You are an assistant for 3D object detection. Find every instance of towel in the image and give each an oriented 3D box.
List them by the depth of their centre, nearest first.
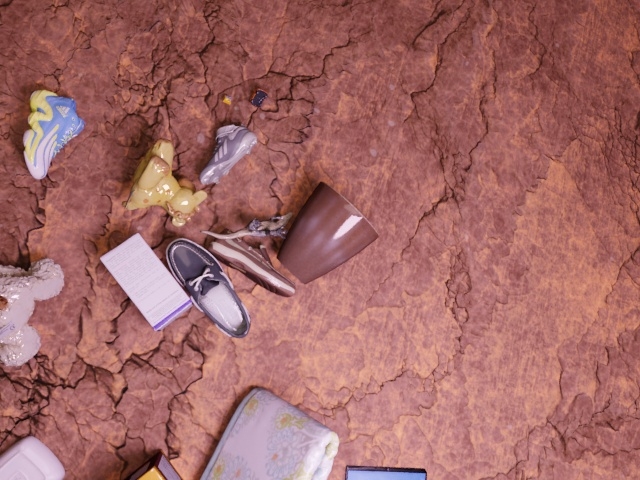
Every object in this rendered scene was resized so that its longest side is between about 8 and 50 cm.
[{"bbox_3d":[-0.140,0.552,1.125,0.090,0.321,0.374,38,73,-36],"label":"towel"}]

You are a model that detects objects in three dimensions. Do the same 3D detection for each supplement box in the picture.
[{"bbox_3d":[-0.407,0.601,1.112,0.191,0.194,0.129,-36,88,-16],"label":"supplement box"},{"bbox_3d":[-0.430,0.107,1.244,0.114,0.111,0.220,-39,90,-17],"label":"supplement box"}]

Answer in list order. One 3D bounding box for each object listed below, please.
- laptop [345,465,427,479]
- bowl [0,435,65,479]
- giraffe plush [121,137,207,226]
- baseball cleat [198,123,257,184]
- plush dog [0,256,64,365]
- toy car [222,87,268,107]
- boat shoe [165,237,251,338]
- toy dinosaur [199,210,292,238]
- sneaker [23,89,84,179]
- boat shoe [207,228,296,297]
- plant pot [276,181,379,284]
[{"bbox_3d":[0.183,0.727,1.253,0.235,0.264,0.136,7,115,-11],"label":"laptop"},{"bbox_3d":[-0.683,0.540,1.137,0.142,0.053,0.142,-43,90,-17],"label":"bowl"},{"bbox_3d":[-0.389,-0.130,1.285,0.171,0.181,0.210,27,63,-29],"label":"giraffe plush"},{"bbox_3d":[-0.273,-0.242,1.377,0.109,0.072,0.206,43,69,12],"label":"baseball cleat"},{"bbox_3d":[-0.765,0.139,1.139,0.226,0.210,0.262,8,75,16],"label":"plush dog"},{"bbox_3d":[-0.215,-0.419,1.423,0.122,0.060,0.040,4,47,-19],"label":"toy car"},{"bbox_3d":[-0.277,0.120,1.260,0.114,0.091,0.302,-43,100,-9],"label":"boat shoe"},{"bbox_3d":[-0.163,-0.031,1.295,0.268,0.118,0.063,-11,98,-37],"label":"toy dinosaur"},{"bbox_3d":[-0.675,-0.272,1.271,0.126,0.091,0.239,-1,79,-14],"label":"sneaker"},{"bbox_3d":[-0.168,0.053,1.325,0.258,0.095,0.095,32,69,-5],"label":"boat shoe"},{"bbox_3d":[0.000,0.000,1.329,0.215,0.215,0.230,43,88,-2],"label":"plant pot"}]
